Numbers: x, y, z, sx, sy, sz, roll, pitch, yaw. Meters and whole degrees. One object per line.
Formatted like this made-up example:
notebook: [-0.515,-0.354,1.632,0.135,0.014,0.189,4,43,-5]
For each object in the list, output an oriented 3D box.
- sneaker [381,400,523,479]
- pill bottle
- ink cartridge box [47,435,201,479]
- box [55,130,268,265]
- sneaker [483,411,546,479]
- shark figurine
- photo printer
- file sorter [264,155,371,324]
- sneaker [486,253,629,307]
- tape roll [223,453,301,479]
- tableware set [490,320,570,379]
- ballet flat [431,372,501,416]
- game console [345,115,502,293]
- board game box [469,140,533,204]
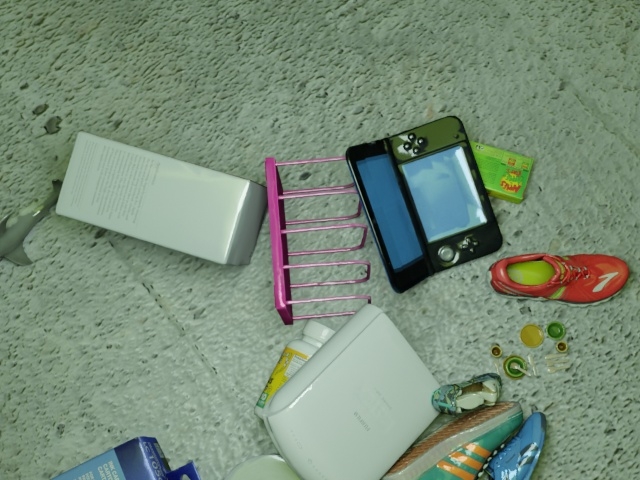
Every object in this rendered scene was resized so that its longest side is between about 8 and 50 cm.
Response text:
sneaker: [0.262,0.413,1.585,0.302,0.108,0.121,-28,95,-9]
pill bottle: [-0.033,0.264,1.622,0.118,0.117,0.208,26,79,9]
ink cartridge box: [-0.388,0.540,1.560,0.396,0.151,0.269,-26,76,-5]
box: [-0.299,-0.078,1.657,0.346,0.215,0.168,17,91,7]
sneaker: [0.359,0.412,1.587,0.082,0.069,0.209,24,79,6]
shark figurine: [-0.612,-0.013,1.752,0.278,0.166,0.116,-40,103,-24]
photo printer: [0.059,0.307,1.542,0.307,0.107,0.256,-42,108,-19]
file sorter: [0.000,0.000,1.644,0.182,0.202,0.290,-5,76,0]
sneaker: [0.466,0.072,1.642,0.279,0.118,0.107,-3,76,2]
tape roll: [-0.089,0.513,1.587,0.219,0.072,0.219,-1,76,4]
tableware set: [0.411,0.215,1.658,0.154,0.024,0.103,-11,75,1]
ballet flat: [0.291,0.292,1.579,0.189,0.070,0.070,-9,72,-37]
game console: [0.207,-0.076,1.630,0.250,0.173,0.293,-20,93,1]
board game box: [0.336,-0.147,1.743,0.181,0.043,0.092,17,78,8]
